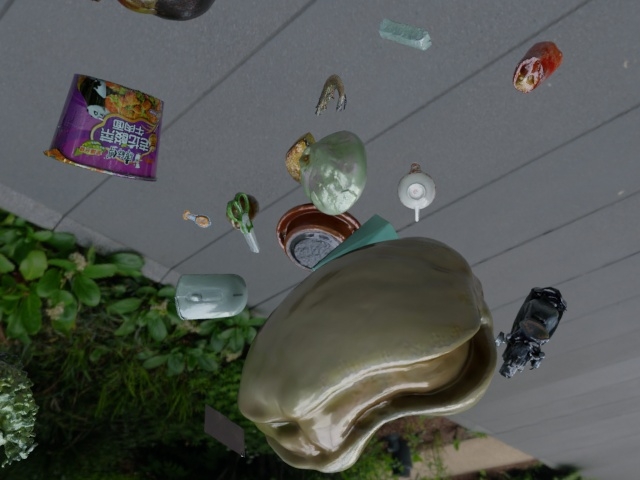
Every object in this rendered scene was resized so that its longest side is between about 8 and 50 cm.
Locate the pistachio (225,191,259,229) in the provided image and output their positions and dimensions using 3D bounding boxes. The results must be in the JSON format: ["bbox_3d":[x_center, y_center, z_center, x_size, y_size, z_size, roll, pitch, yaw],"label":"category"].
[{"bbox_3d":[-0.329,-0.134,1.999,0.131,0.210,0.165,5,121,15],"label":"pistachio"}]

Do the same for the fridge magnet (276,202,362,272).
[{"bbox_3d":[0.000,0.000,1.820,0.364,0.155,0.363,7,137,7],"label":"fridge magnet"}]

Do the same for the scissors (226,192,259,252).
[{"bbox_3d":[-0.233,-0.045,1.433,0.027,0.101,0.204,0,124,27],"label":"scissors"}]

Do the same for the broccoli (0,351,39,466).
[{"bbox_3d":[-0.567,0.272,0.666,0.302,0.249,0.375,20,166,19],"label":"broccoli"}]

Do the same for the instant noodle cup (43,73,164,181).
[{"bbox_3d":[-0.480,-0.259,1.056,0.251,0.251,0.190,13,98,-22],"label":"instant noodle cup"}]

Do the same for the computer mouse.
[{"bbox_3d":[-0.297,0.154,1.288,0.079,0.127,0.231,-6,177,43],"label":"computer mouse"}]

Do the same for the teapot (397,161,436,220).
[{"bbox_3d":[0.405,-0.199,1.935,0.159,0.116,0.245,2,110,0],"label":"teapot"}]

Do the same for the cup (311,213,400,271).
[{"bbox_3d":[0.097,0.047,1.254,0.236,0.148,0.134,-31,118,-8],"label":"cup"}]

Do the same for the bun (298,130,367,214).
[{"bbox_3d":[0.019,-0.237,1.551,0.187,0.293,0.293,6,141,-31],"label":"bun"}]

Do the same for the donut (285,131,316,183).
[{"bbox_3d":[-0.055,-0.307,1.842,0.152,0.101,0.259,-14,134,26],"label":"donut"}]

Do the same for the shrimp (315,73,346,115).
[{"bbox_3d":[0.047,-0.594,1.961,0.046,0.152,0.219,-14,154,-36],"label":"shrimp"}]

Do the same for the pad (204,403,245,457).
[{"bbox_3d":[-0.311,0.619,1.493,0.006,0.113,0.187,-36,119,10],"label":"pad"}]

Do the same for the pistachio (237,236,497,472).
[{"bbox_3d":[0.086,0.159,0.715,0.446,0.365,0.281,-31,106,-27],"label":"pistachio"}]

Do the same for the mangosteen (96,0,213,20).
[{"bbox_3d":[-0.482,-0.813,1.290,0.435,0.382,0.382,-20,142,-7],"label":"mangosteen"}]

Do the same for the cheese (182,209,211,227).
[{"bbox_3d":[-0.465,-0.082,1.731,0.111,0.047,0.017,19,-177,2],"label":"cheese"}]

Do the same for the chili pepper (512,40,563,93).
[{"bbox_3d":[0.529,-0.430,1.098,0.084,0.192,0.086,49,149,-6],"label":"chili pepper"}]

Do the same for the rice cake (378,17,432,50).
[{"bbox_3d":[0.299,-0.741,1.644,0.063,0.206,0.069,-63,156,7],"label":"rice cake"}]

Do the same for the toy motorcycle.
[{"bbox_3d":[0.501,0.201,1.083,0.307,0.108,0.173,-29,142,-50],"label":"toy motorcycle"}]
